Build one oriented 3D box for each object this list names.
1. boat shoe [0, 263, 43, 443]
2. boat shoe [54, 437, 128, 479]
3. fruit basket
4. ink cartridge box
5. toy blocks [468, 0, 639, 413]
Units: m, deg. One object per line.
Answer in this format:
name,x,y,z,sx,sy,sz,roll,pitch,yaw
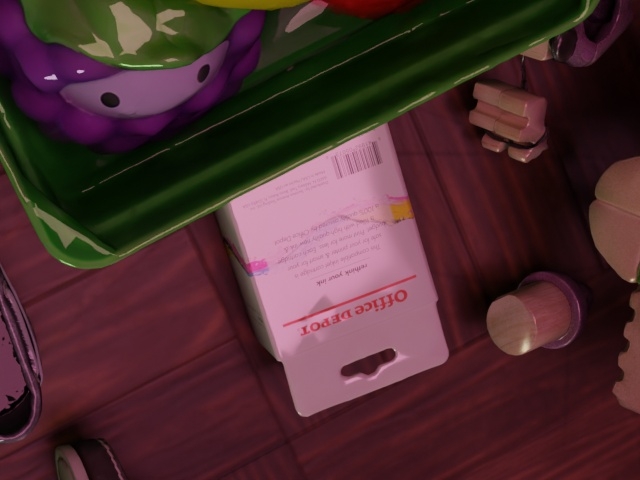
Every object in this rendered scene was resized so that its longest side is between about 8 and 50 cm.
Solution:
boat shoe,-0.254,-0.009,1.121,0.108,0.102,0.301,-29,108,-10
boat shoe,-0.105,0.217,1.228,0.068,0.081,0.228,-25,114,-14
fruit basket,-0.033,-0.174,1.018,0.392,0.392,0.283,-28,107,-10
ink cartridge box,0.000,0.000,1.220,0.115,0.067,0.198,-19,104,-12
toy blocks,0.290,-0.035,1.250,0.260,0.309,0.289,-18,122,-47
